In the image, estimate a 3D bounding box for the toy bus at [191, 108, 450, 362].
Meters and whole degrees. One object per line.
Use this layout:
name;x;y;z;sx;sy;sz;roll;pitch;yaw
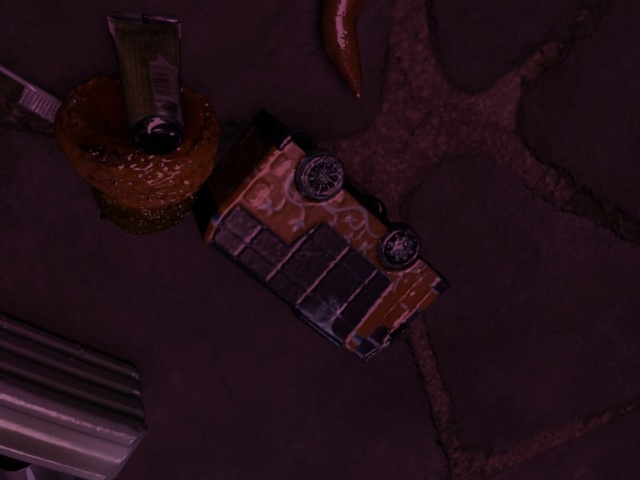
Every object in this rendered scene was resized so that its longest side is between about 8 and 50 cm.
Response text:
toy bus;0.000;0.000;0.922;0.323;0.162;0.194;41;94;-26

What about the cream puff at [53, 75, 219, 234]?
cream puff;-0.217;-0.087;0.824;0.183;0.183;0.169;-4;138;-18

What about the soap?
soap;-0.366;0.186;0.855;0.289;0.173;0.095;29;99;-27

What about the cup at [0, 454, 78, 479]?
cup;-0.381;0.309;0.948;0.128;0.095;0.130;-36;131;-48

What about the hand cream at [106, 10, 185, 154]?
hand cream;-0.185;-0.180;0.755;0.086;0.235;0.055;0;140;-21

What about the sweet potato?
sweet potato;0.038;-0.322;0.860;0.067;0.059;0.281;-7;116;-40

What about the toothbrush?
toothbrush;-0.398;-0.211;0.687;0.354;0.024;0.029;35;77;-53
